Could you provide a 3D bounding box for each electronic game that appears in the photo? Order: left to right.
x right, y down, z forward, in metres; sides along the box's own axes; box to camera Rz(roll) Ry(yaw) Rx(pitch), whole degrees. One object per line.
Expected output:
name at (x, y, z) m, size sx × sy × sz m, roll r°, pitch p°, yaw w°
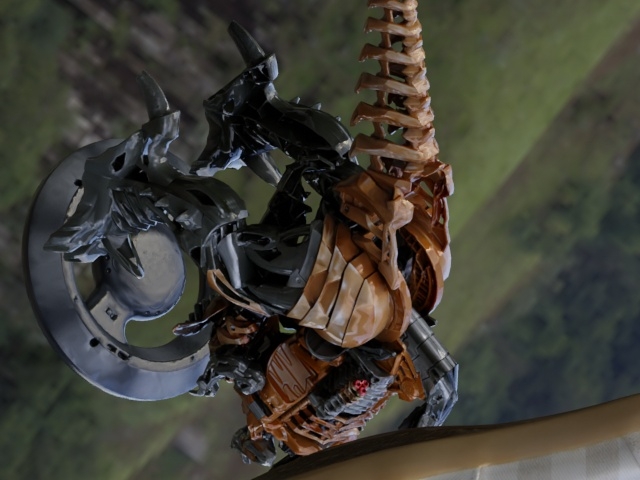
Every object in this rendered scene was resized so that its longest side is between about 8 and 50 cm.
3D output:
electronic game at (-0.157, 0.024, 1.613) m, size 0.048 × 0.229 × 0.229 m, roll -18°, pitch -152°, yaw 46°

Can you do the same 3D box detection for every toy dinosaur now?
toy dinosaur at (0.000, 0.000, 1.006) m, size 0.164 × 0.218 × 0.322 m, roll -14°, pitch 137°, yaw -60°

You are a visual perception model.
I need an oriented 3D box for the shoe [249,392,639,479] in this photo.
shoe at (0.062, 0.100, 0.732) m, size 0.219 × 0.058 × 0.076 m, roll -14°, pitch 179°, yaw 16°
